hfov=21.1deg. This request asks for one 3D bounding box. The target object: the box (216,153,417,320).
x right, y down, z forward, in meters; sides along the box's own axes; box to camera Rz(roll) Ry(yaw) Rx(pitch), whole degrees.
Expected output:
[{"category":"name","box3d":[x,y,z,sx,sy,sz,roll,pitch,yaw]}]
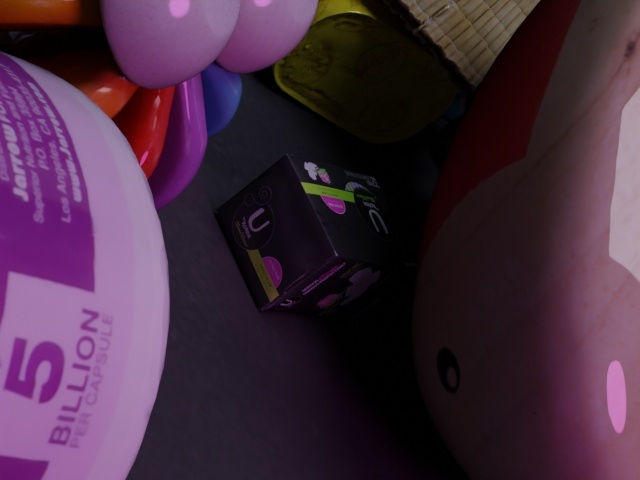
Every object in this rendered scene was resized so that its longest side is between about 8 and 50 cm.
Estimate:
[{"category":"box","box3d":[0.000,0.000,0.858,0.083,0.052,0.062,11,48,-57]}]

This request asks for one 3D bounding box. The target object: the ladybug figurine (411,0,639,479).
[{"category":"ladybug figurine","box3d":[0.177,-0.016,0.914,0.449,0.162,0.305,-52,129,-44]}]

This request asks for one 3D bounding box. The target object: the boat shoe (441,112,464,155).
[{"category":"boat shoe","box3d":[0.227,-0.029,1.207,0.340,0.113,0.127,30,33,-40]}]

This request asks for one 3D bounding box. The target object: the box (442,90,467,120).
[{"category":"box","box3d":[0.117,-0.129,1.209,0.244,0.060,0.100,19,41,-50]}]

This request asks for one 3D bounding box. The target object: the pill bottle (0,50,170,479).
[{"category":"pill bottle","box3d":[-0.191,0.002,0.395,0.301,0.169,0.169,17,43,-50]}]

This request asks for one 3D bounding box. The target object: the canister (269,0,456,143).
[{"category":"canister","box3d":[0.007,-0.155,1.044,0.126,0.073,0.170,28,34,-43]}]

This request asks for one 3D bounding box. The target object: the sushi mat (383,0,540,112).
[{"category":"sushi mat","box3d":[0.091,-0.160,1.091,0.151,0.019,0.316,52,23,-4]}]

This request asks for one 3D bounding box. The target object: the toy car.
[{"category":"toy car","box3d":[-0.093,-0.074,0.718,0.182,0.159,0.136,-23,113,-65]}]
